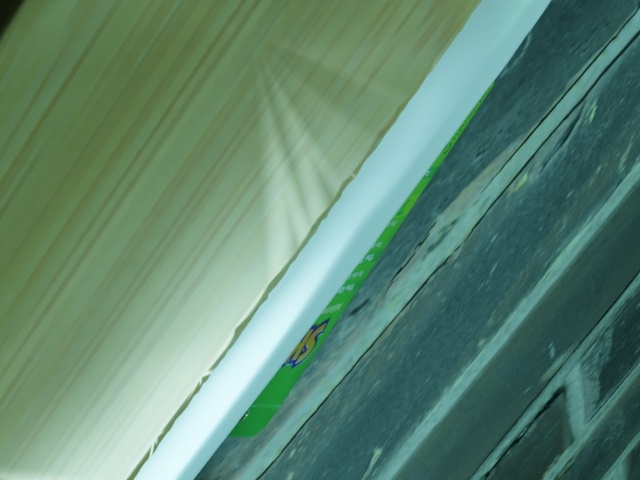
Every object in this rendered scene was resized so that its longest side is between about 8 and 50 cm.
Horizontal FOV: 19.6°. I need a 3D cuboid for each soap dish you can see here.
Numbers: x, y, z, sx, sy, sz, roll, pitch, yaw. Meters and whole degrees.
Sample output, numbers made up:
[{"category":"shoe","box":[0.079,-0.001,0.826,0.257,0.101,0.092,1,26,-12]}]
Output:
[{"category":"soap dish","box":[-0.082,-0.053,0.491,0.118,0.229,0.291,16,122,-37]}]

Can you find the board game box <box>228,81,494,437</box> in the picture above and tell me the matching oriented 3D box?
[{"category":"board game box","box":[0.000,0.000,1.054,0.259,0.039,0.124,-59,157,6]}]
